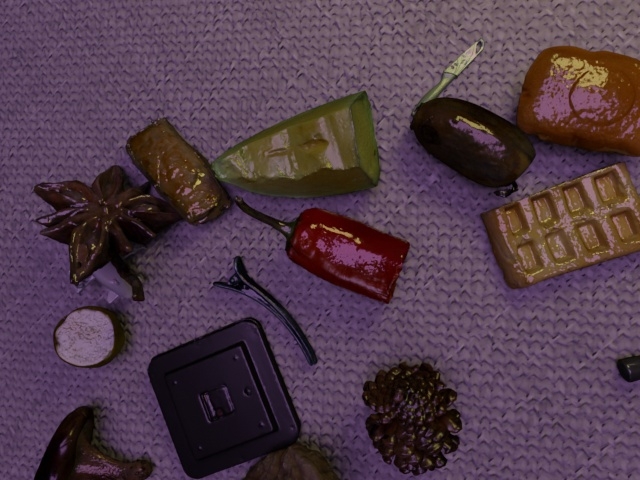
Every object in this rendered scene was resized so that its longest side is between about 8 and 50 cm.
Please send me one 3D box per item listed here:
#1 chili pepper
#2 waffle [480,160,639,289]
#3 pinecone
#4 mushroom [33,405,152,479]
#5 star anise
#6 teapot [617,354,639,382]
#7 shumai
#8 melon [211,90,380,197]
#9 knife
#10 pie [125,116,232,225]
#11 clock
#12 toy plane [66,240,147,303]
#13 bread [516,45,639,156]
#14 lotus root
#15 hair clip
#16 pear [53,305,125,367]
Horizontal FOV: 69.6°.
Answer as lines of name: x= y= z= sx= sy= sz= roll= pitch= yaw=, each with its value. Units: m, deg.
chili pepper: x=0.000 y=0.003 z=0.905 sx=0.339 sy=0.131 sz=0.134 roll=19 pitch=116 yaw=7
waffle: x=0.460 y=-0.025 z=0.859 sx=0.274 sy=0.057 sz=0.167 roll=-20 pitch=85 yaw=8
pinecone: x=0.171 y=0.328 z=0.849 sx=0.179 sy=0.150 sz=0.195 roll=-15 pitch=85 yaw=9
mushroom: x=-0.478 y=0.494 z=0.985 sx=0.218 sy=0.148 sz=0.226 roll=22 pitch=97 yaw=-5
star anise: x=-0.433 y=-0.030 z=0.946 sx=0.350 sy=0.109 sz=0.292 roll=29 pitch=54 yaw=9
teapot: x=0.603 y=0.221 z=0.832 sx=0.111 sy=0.043 sz=0.042 roll=-19 pitch=84 yaw=7
shumai: x=-0.021 y=0.557 z=0.880 sx=0.314 sy=0.262 sz=0.267 roll=-22 pitch=40 yaw=44
melon: x=-0.051 y=-0.177 z=0.928 sx=0.324 sy=0.124 sz=0.196 roll=-9 pitch=85 yaw=15
knife: x=0.256 y=-0.330 z=0.933 sx=0.207 sy=0.014 sz=0.030 roll=-45 pitch=81 yaw=4
pie: x=-0.312 y=-0.155 z=0.994 sx=0.129 sy=0.068 sz=0.282 roll=-40 pitch=73 yaw=-10
clock: x=-0.209 y=0.333 z=0.969 sx=0.274 sy=0.049 sz=0.278 roll=-24 pitch=84 yaw=8
toy plane: x=-0.465 y=0.058 z=1.013 sx=0.174 sy=0.080 sz=0.173 roll=1 pitch=76 yaw=-3
bread: x=0.485 y=-0.247 z=0.834 sx=0.246 sy=0.121 sz=0.174 roll=17 pitch=89 yaw=8
lotus root: x=0.283 y=-0.189 z=0.864 sx=0.241 sy=0.124 sz=0.123 roll=35 pitch=114 yaw=8
hair clip: x=-0.101 y=0.151 z=0.960 sx=0.275 sy=0.048 sz=0.083 roll=42 pitch=91 yaw=8
pear: x=-0.497 y=0.206 z=1.002 sx=0.141 sy=0.104 sz=0.140 roll=0 pitch=91 yaw=-14
